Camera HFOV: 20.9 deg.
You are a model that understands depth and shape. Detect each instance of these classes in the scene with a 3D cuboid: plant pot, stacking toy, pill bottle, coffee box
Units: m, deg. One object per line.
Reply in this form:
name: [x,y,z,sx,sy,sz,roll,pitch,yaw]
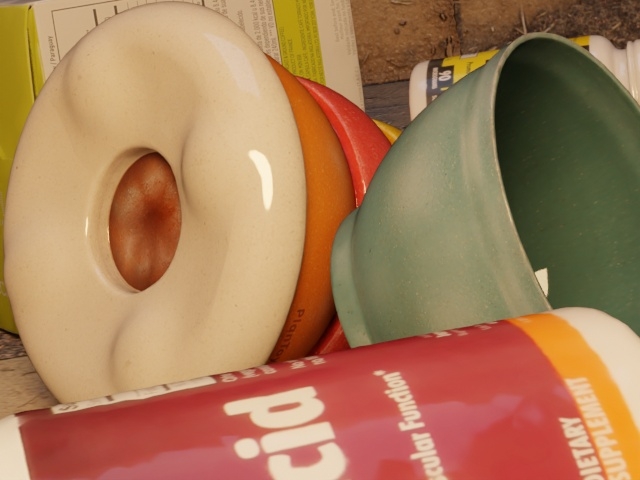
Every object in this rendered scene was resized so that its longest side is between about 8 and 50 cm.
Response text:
plant pot: [0.133,0.022,1.261,0.196,0.293,0.293,-25,2,34]
stacking toy: [0.000,0.000,1.507,0.480,0.350,0.351,6,0,-45]
pill bottle: [0.184,-0.101,1.401,0.209,0.119,0.119,-8,13,13]
pill bottle: [-0.037,0.169,0.768,0.392,0.224,0.224,-11,13,-12]
coffee box: [-0.176,-0.096,1.734,0.334,0.338,0.338,-15,13,-29]
